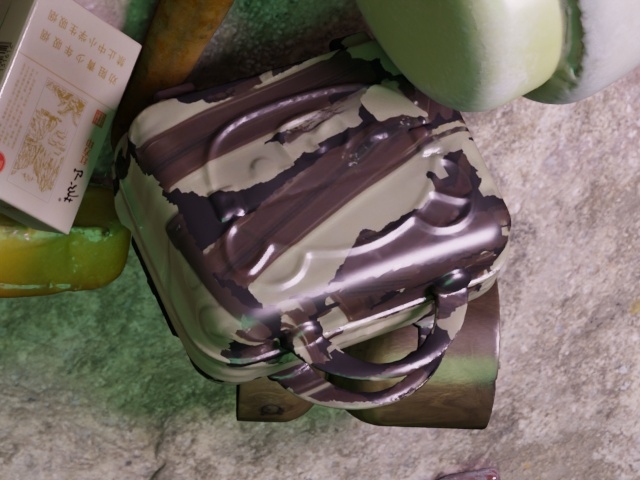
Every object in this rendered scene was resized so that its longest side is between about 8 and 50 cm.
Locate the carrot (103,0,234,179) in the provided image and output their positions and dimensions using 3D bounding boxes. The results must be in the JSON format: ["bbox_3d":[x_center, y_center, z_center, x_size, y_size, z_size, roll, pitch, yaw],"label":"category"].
[{"bbox_3d":[-0.147,-0.183,1.671,0.078,0.078,0.298,17,116,-28],"label":"carrot"}]

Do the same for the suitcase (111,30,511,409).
[{"bbox_3d":[0.000,0.000,1.653,0.352,0.339,0.194,-19,161,-20],"label":"suitcase"}]

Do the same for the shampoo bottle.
[{"bbox_3d":[0.198,-0.287,1.573,0.317,0.322,0.322,-27,126,-16],"label":"shampoo bottle"}]

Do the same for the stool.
[{"bbox_3d":[0.047,0.105,1.807,0.264,0.179,0.179,2,120,-4],"label":"stool"}]

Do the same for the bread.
[{"bbox_3d":[-0.308,-0.003,1.696,0.246,0.102,0.094,-3,132,-19],"label":"bread"}]

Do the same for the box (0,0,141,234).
[{"bbox_3d":[-0.260,-0.123,1.597,0.141,0.058,0.201,30,73,-46],"label":"box"}]

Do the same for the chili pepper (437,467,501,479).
[{"bbox_3d":[0.166,0.306,2.093,0.153,0.041,0.050,-14,105,8],"label":"chili pepper"}]
